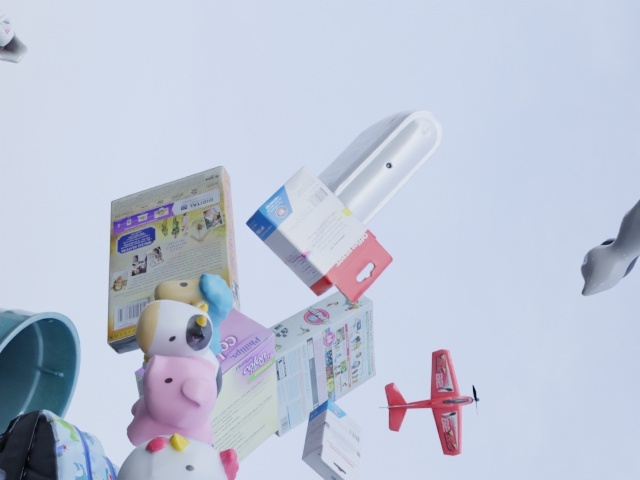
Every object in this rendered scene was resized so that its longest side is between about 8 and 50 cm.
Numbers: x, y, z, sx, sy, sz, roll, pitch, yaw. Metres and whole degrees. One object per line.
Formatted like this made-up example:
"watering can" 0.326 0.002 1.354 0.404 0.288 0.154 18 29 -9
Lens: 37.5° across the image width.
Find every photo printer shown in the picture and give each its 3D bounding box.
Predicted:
"photo printer" 0.095 -0.137 1.886 0.307 0.107 0.256 -46 -167 -22

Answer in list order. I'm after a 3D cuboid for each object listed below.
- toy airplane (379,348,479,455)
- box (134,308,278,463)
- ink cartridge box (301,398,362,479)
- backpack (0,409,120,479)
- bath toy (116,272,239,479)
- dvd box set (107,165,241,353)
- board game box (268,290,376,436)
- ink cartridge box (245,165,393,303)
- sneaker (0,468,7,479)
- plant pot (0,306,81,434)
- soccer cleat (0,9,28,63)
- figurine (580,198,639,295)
"toy airplane" 0.153 0.233 1.331 0.028 0.151 0.151 132 -42 -74
"box" -0.186 0.275 1.601 0.117 0.213 0.243 28 -44 30
"ink cartridge box" 0.023 0.408 1.841 0.060 0.104 0.180 -38 -163 23
"backpack" -0.419 0.428 1.395 0.290 0.273 0.356 -40 -128 16
"bath toy" -0.152 0.172 1.050 0.129 0.151 0.348 -27 -152 11
"dvd box set" -0.344 0.037 2.192 0.062 0.307 0.420 60 16 -50
"board game box" -0.015 0.270 2.146 0.097 0.303 0.224 31 -45 42
"ink cartridge box" 0.000 0.000 1.656 0.231 0.134 0.078 46 -30 -2
"sneaker" -0.505 0.335 1.299 0.217 0.121 0.079 -4 -116 53
"plant pot" -0.716 0.258 1.873 0.334 0.341 0.341 16 -77 17
"soccer cleat" -0.711 -0.477 1.945 0.116 0.143 0.331 -59 164 -10
"figurine" 0.452 -0.004 1.335 0.092 0.215 0.209 47 -69 14
